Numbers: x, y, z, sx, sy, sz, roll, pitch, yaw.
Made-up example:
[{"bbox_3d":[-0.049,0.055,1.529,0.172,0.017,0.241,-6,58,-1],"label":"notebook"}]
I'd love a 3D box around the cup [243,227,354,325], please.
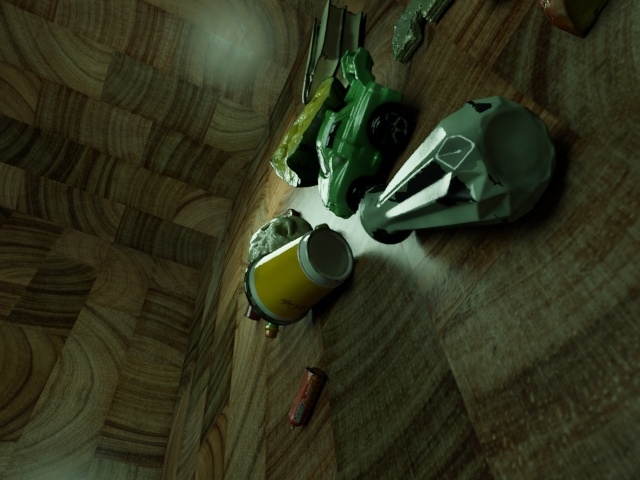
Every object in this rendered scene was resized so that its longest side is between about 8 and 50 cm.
[{"bbox_3d":[-0.052,0.085,1.218,0.279,0.196,0.197,-34,38,47],"label":"cup"}]

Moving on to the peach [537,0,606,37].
[{"bbox_3d":[0.343,-0.365,0.667,0.092,0.127,0.172,-111,19,-54],"label":"peach"}]

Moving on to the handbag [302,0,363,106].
[{"bbox_3d":[0.032,-0.657,1.808,0.237,0.160,0.359,120,161,-51],"label":"handbag"}]

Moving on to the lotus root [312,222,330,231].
[{"bbox_3d":[0.000,0.000,1.352,0.054,0.049,0.099,-19,52,57],"label":"lotus root"}]

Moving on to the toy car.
[{"bbox_3d":[0.077,-0.238,1.178,0.213,0.176,0.359,-116,48,-68],"label":"toy car"}]

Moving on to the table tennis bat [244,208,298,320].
[{"bbox_3d":[-0.173,0.081,1.785,0.415,0.051,0.268,-69,17,-4],"label":"table tennis bat"}]

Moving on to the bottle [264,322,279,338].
[{"bbox_3d":[-0.124,0.193,1.488,0.069,0.069,0.187,151,134,-64],"label":"bottle"}]

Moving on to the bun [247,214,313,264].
[{"bbox_3d":[-0.123,0.009,1.481,0.231,0.133,0.231,-31,26,17],"label":"bun"}]

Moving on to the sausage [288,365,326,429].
[{"bbox_3d":[-0.036,0.342,1.088,0.048,0.050,0.146,27,98,31],"label":"sausage"}]

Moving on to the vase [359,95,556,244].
[{"bbox_3d":[0.175,-0.079,0.766,0.360,0.165,0.165,151,136,-69],"label":"vase"}]

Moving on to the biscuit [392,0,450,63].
[{"bbox_3d":[0.251,-0.557,1.221,0.250,0.046,0.147,-45,30,53],"label":"biscuit"}]

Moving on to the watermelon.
[{"bbox_3d":[0.004,-0.282,1.437,0.331,0.189,0.331,-44,23,24],"label":"watermelon"}]
